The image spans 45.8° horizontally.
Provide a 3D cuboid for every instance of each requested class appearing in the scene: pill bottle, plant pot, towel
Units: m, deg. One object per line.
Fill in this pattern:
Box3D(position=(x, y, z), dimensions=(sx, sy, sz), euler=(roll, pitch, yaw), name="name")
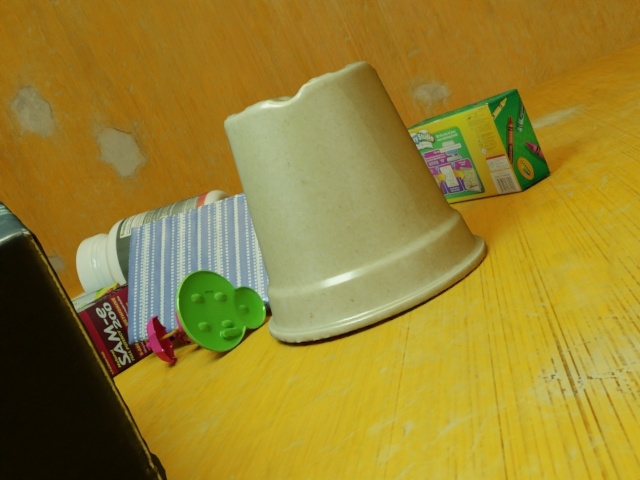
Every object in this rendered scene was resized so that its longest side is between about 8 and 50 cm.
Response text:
Box3D(position=(-0.362, 0.029, 1.760), dimensions=(0.362, 0.210, 0.210), euler=(-16, 11, 14), name="pill bottle")
Box3D(position=(0.021, -0.070, 1.065), dimensions=(0.333, 0.306, 0.334), euler=(-23, 9, 4), name="plant pot")
Box3D(position=(-0.181, 0.037, 1.324), dimensions=(0.335, 0.243, 0.040), euler=(-15, -33, 12), name="towel")

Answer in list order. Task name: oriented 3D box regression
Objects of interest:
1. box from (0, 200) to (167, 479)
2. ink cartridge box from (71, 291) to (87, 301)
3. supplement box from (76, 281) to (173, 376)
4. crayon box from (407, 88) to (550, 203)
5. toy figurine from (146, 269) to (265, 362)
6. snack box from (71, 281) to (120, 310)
Box3D(position=(-0.452, 0.181, 0.678), dimensions=(0.479, 0.298, 0.471), euler=(-29, 20, -22), name="box")
Box3D(position=(-0.567, 0.156, 1.871), dimensions=(0.104, 0.060, 0.180), euler=(-19, 10, 28), name="ink cartridge box")
Box3D(position=(-0.354, 0.152, 1.380), dimensions=(0.239, 0.130, 0.073), euler=(-33, 12, -40), name="supplement box")
Box3D(position=(0.278, -0.165, 1.416), dimensions=(0.081, 0.165, 0.278), euler=(-29, 10, -26), name="crayon box")
Box3D(position=(-0.200, 0.134, 1.200), dimensions=(0.159, 0.130, 0.173), euler=(-30, -18, 38), name="toy figurine")
Box3D(position=(-0.524, 0.196, 1.636), dimensions=(0.174, 0.070, 0.207), euler=(-21, 23, 19), name="snack box")
